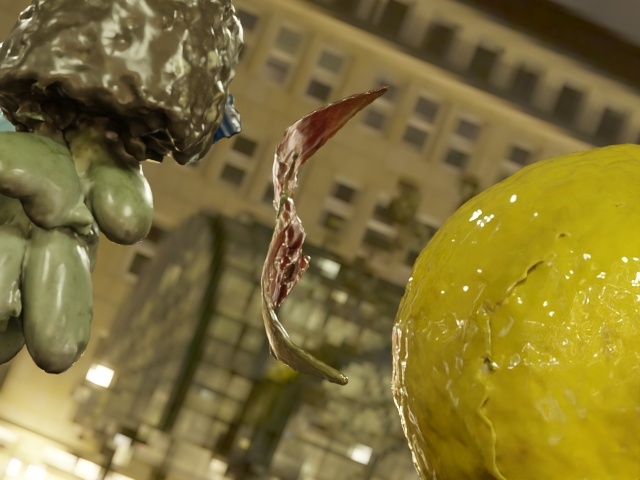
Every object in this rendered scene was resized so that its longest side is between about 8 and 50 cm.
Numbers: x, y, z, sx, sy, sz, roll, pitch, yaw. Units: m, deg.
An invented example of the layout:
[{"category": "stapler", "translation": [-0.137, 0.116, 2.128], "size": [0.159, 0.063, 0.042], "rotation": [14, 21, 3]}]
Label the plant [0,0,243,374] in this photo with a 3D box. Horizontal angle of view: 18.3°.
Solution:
[{"category": "plant", "translation": [-0.155, -0.052, 1.251], "size": [0.146, 0.274, 0.149], "rotation": [21, -16, 23]}]

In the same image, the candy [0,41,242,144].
[{"category": "candy", "translation": [-0.244, -0.102, 1.708], "size": [0.077, 0.331, 0.187], "rotation": [63, 2, -71]}]

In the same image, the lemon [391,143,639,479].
[{"category": "lemon", "translation": [0.224, 0.098, 1.498], "size": [0.350, 0.349, 0.387], "rotation": [23, 3, -4]}]

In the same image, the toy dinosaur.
[{"category": "toy dinosaur", "translation": [-0.001, -0.001, 1.985], "size": [0.113, 0.206, 0.327], "rotation": [3, 29, 4]}]
